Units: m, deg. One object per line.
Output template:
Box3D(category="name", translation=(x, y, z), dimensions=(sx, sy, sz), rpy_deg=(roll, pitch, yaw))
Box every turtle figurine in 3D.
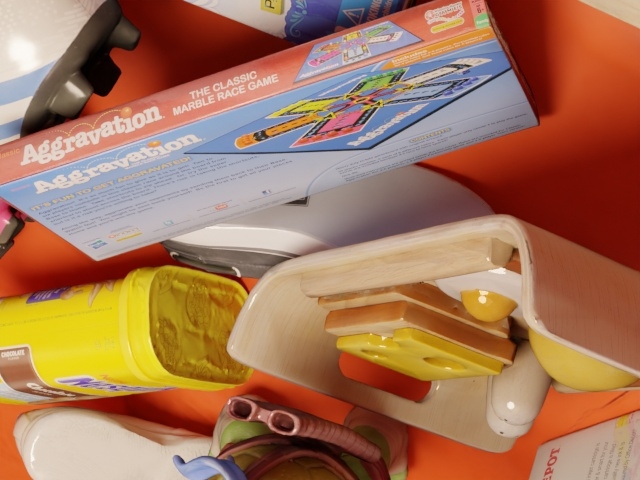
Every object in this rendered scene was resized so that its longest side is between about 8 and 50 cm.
Box3D(category="turtle figurine", translation=(-0.017, 0.212, 1.083), dimensions=(0.198, 0.266, 0.274), rpy_deg=(-31, 101, 14))

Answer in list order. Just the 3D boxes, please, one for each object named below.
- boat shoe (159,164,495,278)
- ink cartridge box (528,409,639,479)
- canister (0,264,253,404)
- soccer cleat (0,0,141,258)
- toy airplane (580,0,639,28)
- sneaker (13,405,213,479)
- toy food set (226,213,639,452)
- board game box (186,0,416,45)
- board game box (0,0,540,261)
Box3D(category="boat shoe", translation=(0.000, 0.000, 1.074), dimensions=(0.229, 0.080, 0.076), rpy_deg=(5, 148, 12))
Box3D(category="ink cartridge box", translation=(0.226, 0.185, 1.087), dimensions=(0.176, 0.128, 0.127), rpy_deg=(-24, 114, 35))
Box3D(category="canister", translation=(-0.146, 0.067, 1.150), dimensions=(0.170, 0.126, 0.073), rpy_deg=(-9, 77, 29))
Box3D(category="soccer cleat", translation=(-0.220, -0.078, 1.058), dimensions=(0.143, 0.116, 0.331), rpy_deg=(37, 140, -3))
Box3D(category="toy airplane", translation=(0.309, -0.086, 0.796), dimensions=(0.386, 0.272, 0.384), rpy_deg=(34, 169, -17))
Box3D(category="sneaker", translation=(-0.118, 0.160, 1.244), dimensions=(0.212, 0.080, 0.094), rpy_deg=(25, 177, -23))
Box3D(category="toy food set", translation=(0.110, 0.077, 0.964), dimensions=(0.220, 0.092, 0.306), rpy_deg=(22, 162, -27))
Box3D(category="board game box", translation=(-0.067, -0.276, 0.890), dimensions=(0.318, 0.066, 0.318), rpy_deg=(21, 131, 5))
Box3D(category="board game box", translation=(-0.028, -0.057, 0.966), dimensions=(0.281, 0.027, 0.145), rpy_deg=(-17, 160, 12))
